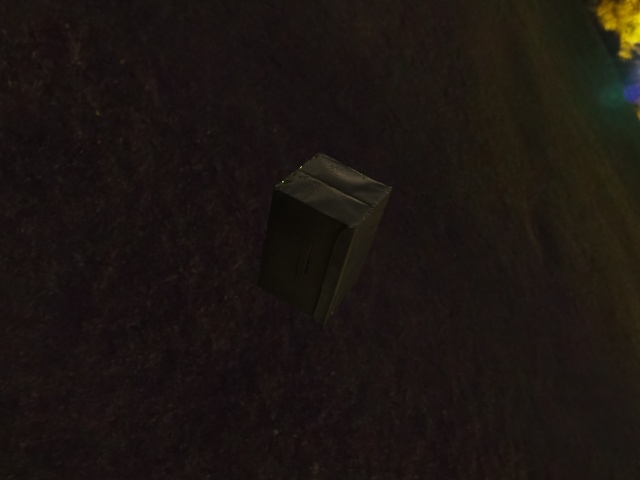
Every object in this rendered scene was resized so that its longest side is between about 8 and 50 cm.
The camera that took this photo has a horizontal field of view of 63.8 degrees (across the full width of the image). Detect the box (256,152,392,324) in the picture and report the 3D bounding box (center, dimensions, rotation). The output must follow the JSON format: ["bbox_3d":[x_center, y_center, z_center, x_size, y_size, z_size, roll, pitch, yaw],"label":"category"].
[{"bbox_3d":[0.000,0.000,0.892,0.149,0.231,0.155,28,43,15],"label":"box"}]
